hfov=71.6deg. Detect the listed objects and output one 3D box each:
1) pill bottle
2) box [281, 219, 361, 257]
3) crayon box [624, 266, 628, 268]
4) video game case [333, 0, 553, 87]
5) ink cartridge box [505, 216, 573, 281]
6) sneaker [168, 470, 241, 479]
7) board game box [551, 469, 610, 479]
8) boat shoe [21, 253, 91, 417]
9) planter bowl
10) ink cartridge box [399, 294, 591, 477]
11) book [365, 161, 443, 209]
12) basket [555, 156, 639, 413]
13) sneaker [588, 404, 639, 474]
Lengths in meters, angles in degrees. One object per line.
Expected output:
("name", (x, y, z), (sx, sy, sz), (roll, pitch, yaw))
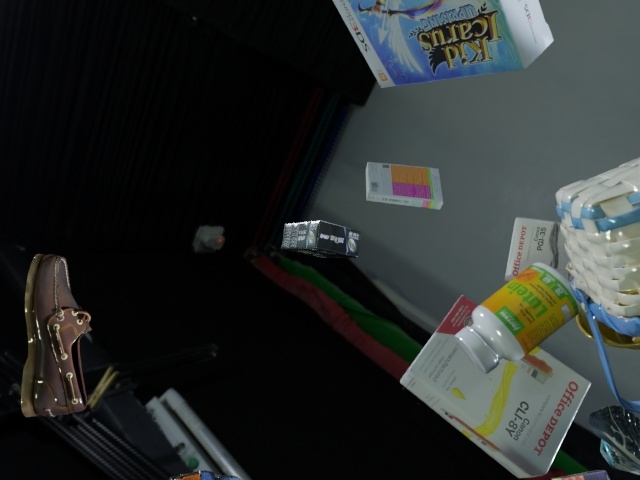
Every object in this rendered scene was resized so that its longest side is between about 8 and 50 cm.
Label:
("pill bottle", (0.418, 0.171, 0.956), (0.136, 0.245, 0.136), (53, 178, 3))
("box", (0.000, 0.000, 1.253), (0.147, 0.078, 0.180), (14, 170, -35))
("crayon box", (0.893, 0.117, 1.096), (0.106, 0.363, 0.313), (-14, -151, 8))
("video game case", (0.115, -0.317, 0.550), (0.244, 0.061, 0.269), (51, 166, -29))
("ink cartridge box", (0.732, 0.048, 1.363), (0.282, 0.207, 0.117), (10, -172, 26))
("sneaker", (-0.192, 0.448, 0.748), (0.221, 0.083, 0.087), (64, -165, -55))
("board game box", (0.250, 0.297, 0.379), (0.141, 0.048, 0.170), (55, -158, -54))
("boat shoe", (-0.336, 0.120, 0.577), (0.073, 0.207, 0.073), (-2, 176, -9))
("planter bowl", (0.697, 0.172, 0.978), (0.090, 0.217, 0.217), (49, -171, -17))
("ink cartridge box", (0.455, 0.380, 1.185), (0.384, 0.279, 0.160), (36, 156, 18))
("book", (0.163, -0.108, 0.873), (0.144, 0.035, 0.096), (7, -133, -3))
("basket", (0.423, 0.037, 0.496), (0.289, 0.254, 0.201), (66, -165, -2))
("sneaker", (0.668, 0.460, 0.973), (0.283, 0.122, 0.110), (32, -138, -19))
